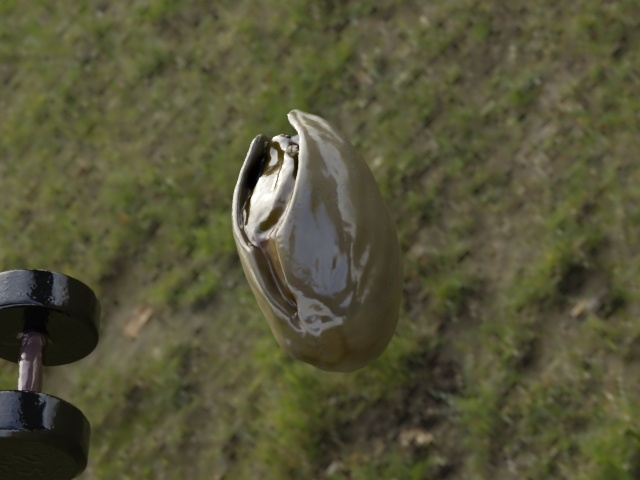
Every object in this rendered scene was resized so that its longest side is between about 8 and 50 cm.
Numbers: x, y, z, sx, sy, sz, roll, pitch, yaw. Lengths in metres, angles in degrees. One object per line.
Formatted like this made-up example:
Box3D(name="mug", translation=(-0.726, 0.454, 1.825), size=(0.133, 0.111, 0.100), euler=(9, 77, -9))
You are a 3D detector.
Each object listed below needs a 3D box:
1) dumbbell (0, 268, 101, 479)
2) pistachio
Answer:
Box3D(name="dumbbell", translation=(-0.332, 0.158, 1.898), size=(0.152, 0.152, 0.218), euler=(-25, 49, 33))
Box3D(name="pistachio", translation=(0.000, 0.000, 1.454), size=(0.137, 0.153, 0.238), euler=(-28, 74, 29))
